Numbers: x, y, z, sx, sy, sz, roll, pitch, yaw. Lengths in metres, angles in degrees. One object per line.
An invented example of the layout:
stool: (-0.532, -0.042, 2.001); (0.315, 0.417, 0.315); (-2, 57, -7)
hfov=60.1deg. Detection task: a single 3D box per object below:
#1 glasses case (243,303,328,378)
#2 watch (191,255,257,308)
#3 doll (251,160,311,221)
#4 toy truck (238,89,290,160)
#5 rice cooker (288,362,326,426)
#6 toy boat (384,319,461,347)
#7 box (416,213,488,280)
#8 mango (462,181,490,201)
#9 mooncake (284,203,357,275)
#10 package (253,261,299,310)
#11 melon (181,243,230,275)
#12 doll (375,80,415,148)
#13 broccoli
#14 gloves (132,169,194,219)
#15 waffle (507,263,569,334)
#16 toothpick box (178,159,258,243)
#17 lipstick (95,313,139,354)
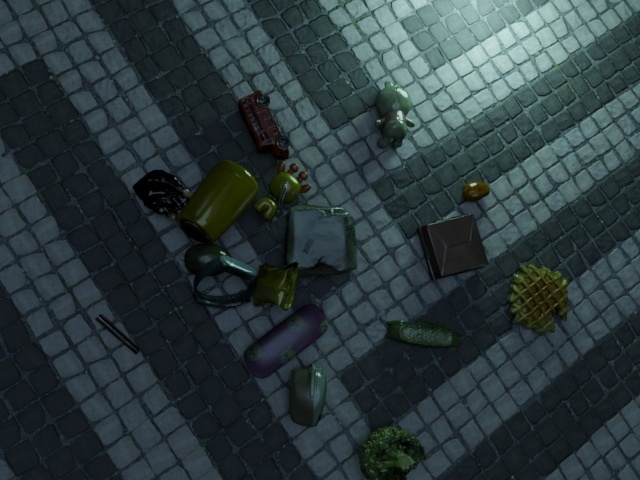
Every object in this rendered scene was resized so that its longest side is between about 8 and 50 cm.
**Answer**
glasses case: (-0.116, 0.342, 1.891); (0.316, 0.076, 0.123); (-35, 90, -14)
watch: (-0.314, 0.148, 1.842); (0.206, 0.068, 0.193); (24, 117, -32)
doll: (-0.140, -0.173, 1.945); (0.143, 0.135, 0.221); (43, 87, 1)
toy truck: (-0.201, -0.400, 1.986); (0.114, 0.107, 0.253); (-23, 84, -13)
rice cooker: (-0.043, 0.514, 1.844); (0.127, 0.145, 0.206); (-1, 78, -1)
toy boat: (0.381, 0.341, 2.001); (0.293, 0.055, 0.093); (10, 81, -9)
box: (0.494, 0.020, 2.062); (0.215, 0.086, 0.215); (-13, 83, -14)
mango: (0.602, -0.189, 2.132); (0.114, 0.060, 0.080); (-7, 66, -10)
mooncake: (-0.001, -0.001, 1.942); (0.250, 0.136, 0.255); (1, 87, -10)
package: (-0.152, 0.149, 1.858); (0.090, 0.226, 0.168); (19, 79, -38)
melon: (-0.386, 0.066, 1.867); (0.167, 0.114, 0.114); (-2, 81, -13)
doll: (0.281, -0.485, 2.091); (0.154, 0.113, 0.275); (5, 80, -7)
broccoli: (0.244, 0.726, 1.850); (0.226, 0.176, 0.198); (14, 82, 6)
gloves: (-0.516, -0.143, 1.880); (0.164, 0.124, 0.203); (-33, 115, 13)
waffle: (0.833, 0.224, 2.111); (0.250, 0.056, 0.261); (11, 81, -9)
toothpick box: (-0.346, -0.121, 1.853); (0.175, 0.175, 0.271); (35, 65, -4)
lipstick: (-0.664, 0.309, 1.816); (0.176, 0.027, 0.027); (42, 75, -3)
